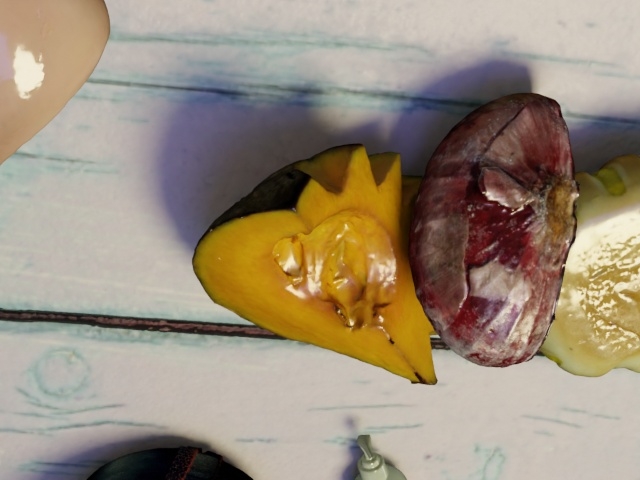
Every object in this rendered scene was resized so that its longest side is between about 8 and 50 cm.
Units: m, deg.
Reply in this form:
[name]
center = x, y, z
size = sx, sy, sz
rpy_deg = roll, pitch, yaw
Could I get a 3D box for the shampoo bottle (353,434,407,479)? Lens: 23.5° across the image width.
[shampoo bottle]
center = 0.060, 0.244, 1.397
size = 0.056, 0.056, 0.195
rpy_deg = -15, 125, 3

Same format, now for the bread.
[bread]
center = 0.252, 0.012, 1.225
size = 0.213, 0.105, 0.213
rpy_deg = -2, 125, -3

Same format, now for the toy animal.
[toy animal]
center = -0.251, -0.169, 0.986
size = 0.213, 0.195, 0.256
rpy_deg = -7, 134, 48

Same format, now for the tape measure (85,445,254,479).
[tape measure]
center = -0.134, 0.290, 1.352
size = 0.202, 0.135, 0.223
rpy_deg = 4, 120, -1

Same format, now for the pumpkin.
[pumpkin]
center = 0.000, 0.000, 1.196
size = 0.149, 0.130, 0.254
rpy_deg = -1, 148, 33

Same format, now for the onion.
[onion]
center = 0.115, -0.009, 1.155
size = 0.098, 0.206, 0.151
rpy_deg = 10, 164, -20
